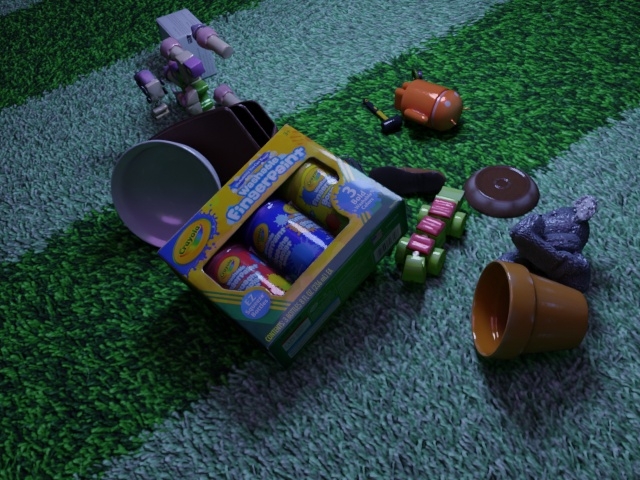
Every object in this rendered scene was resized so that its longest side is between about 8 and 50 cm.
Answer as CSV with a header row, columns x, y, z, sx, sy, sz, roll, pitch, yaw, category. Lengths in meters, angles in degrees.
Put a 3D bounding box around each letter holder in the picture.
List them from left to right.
x,y,z,sx,sy,sz,roll,pitch,yaw,category
-0.305,-0.281,1.741,0.302,0.214,0.152,-18,42,26,letter holder

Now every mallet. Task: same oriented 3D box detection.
x,y,z,sx,sy,sz,roll,pitch,yaw,category
0.175,-0.389,1.975,0.062,0.039,0.190,-31,47,-17,mallet

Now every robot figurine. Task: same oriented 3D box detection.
x,y,z,sx,sy,sz,roll,pitch,yaw,category
0.327,-0.403,1.901,0.219,0.128,0.158,27,13,28,robot figurine

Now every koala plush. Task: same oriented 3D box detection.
x,y,z,sx,sy,sz,roll,pitch,yaw,category
0.549,0.007,1.473,0.203,0.196,0.221,32,58,17,koala plush

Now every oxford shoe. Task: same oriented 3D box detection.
x,y,z,sx,sy,sz,roll,pitch,yaw,category
0.238,-0.167,1.752,0.212,0.076,0.076,8,19,17,oxford shoe

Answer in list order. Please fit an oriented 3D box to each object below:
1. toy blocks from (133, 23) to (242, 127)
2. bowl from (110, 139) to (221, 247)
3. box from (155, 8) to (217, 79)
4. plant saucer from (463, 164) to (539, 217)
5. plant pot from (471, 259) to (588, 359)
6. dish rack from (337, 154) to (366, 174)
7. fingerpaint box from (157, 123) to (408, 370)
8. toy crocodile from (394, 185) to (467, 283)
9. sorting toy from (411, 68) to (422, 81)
x,y,z,sx,sy,sz,roll,pitch,yaw,category
-0.435,-0.490,1.975,0.309,0.288,0.260,-36,57,-20,toy blocks
-0.380,-0.135,1.673,0.298,0.297,0.134,2,26,9,bowl
-0.460,-0.668,2.206,0.119,0.181,0.182,-28,51,-17,box
0.483,-0.142,1.706,0.199,0.036,0.198,-3,47,3,plant saucer
0.444,0.155,1.348,0.188,0.205,0.205,8,47,-7,plant pot
-0.005,-0.157,1.747,0.272,0.074,0.208,-13,54,-6,dish rack
-0.081,0.000,1.475,0.371,0.163,0.445,36,75,26,fingerpaint box
0.275,-0.021,1.575,0.115,0.105,0.340,20,53,23,toy crocodile
0.323,-0.502,2.039,0.042,0.061,0.102,-13,70,-6,sorting toy
